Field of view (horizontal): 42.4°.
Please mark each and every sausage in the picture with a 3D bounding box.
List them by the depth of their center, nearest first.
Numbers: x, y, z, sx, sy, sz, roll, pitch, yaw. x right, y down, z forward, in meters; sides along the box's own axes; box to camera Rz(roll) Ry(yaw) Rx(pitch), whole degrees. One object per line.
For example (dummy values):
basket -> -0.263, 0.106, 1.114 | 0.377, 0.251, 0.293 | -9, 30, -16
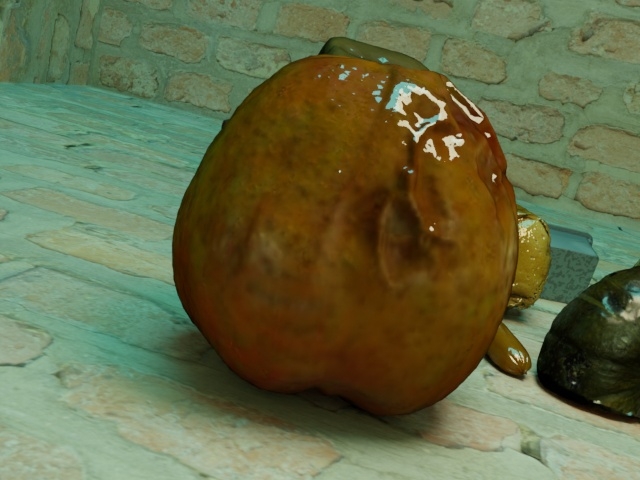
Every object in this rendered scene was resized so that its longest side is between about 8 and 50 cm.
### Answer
sausage -> 0.297, 0.171, 1.369 | 0.062, 0.054, 0.183 | -16, 18, -2

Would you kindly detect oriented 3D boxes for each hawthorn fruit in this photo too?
hawthorn fruit -> 0.044, -0.015, 1.067 | 0.471, 0.472, 0.472 | 13, 13, -3

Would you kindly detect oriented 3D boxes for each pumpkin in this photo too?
pumpkin -> 0.515, 0.158, 1.274 | 0.324, 0.232, 0.242 | 8, 16, -9

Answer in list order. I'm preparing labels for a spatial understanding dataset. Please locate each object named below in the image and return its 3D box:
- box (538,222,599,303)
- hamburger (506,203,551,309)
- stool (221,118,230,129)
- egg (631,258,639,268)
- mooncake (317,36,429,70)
box -> 0.514, 0.049, 1.894 | 0.227, 0.162, 0.130 | 12, 23, -9
hamburger -> 0.348, 0.030, 1.671 | 0.244, 0.244, 0.163 | 14, -8, 3
stool -> -0.160, -0.230, 2.329 | 0.272, 0.179, 0.272 | 13, 13, -3
egg -> 0.696, 0.130, 1.542 | 0.238, 0.238, 0.289 | 11, 22, -10
mooncake -> 0.071, -0.129, 1.515 | 0.262, 0.467, 0.467 | 11, 13, -6
